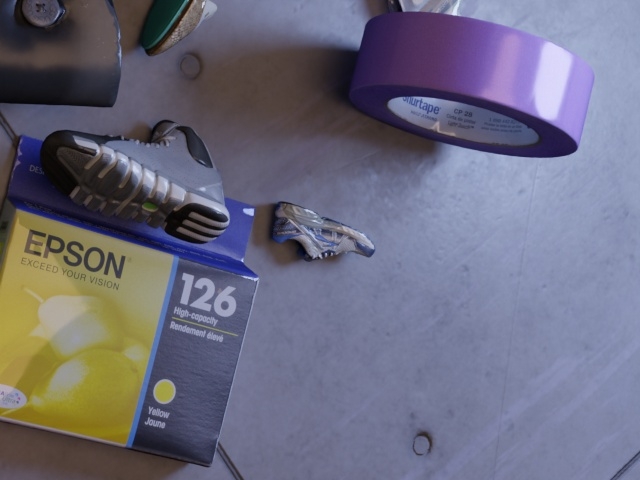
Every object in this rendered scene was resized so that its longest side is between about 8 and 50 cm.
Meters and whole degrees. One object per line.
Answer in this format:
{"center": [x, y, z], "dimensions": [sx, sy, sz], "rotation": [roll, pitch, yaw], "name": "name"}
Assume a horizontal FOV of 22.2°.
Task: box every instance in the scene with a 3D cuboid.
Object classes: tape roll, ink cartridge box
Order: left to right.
{"center": [-0.222, 0.070, 1.798], "dimensions": [0.303, 0.072, 0.307], "rotation": [16, 84, -27], "name": "ink cartridge box"}
{"center": [0.175, -0.177, 1.895], "dimensions": [0.274, 0.274, 0.090], "rotation": [17, 81, -28], "name": "tape roll"}

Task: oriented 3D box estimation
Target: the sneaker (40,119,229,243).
{"center": [-0.203, -0.090, 1.792], "dimensions": [0.228, 0.086, 0.132], "rotation": [27, 42, -29], "name": "sneaker"}

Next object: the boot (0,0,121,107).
{"center": [-0.416, -0.152, 1.638], "dimensions": [0.445, 0.146, 0.367], "rotation": [-4, 85, -31], "name": "boot"}

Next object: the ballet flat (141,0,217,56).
{"center": [-0.137, -0.293, 1.844], "dimensions": [0.067, 0.073, 0.206], "rotation": [29, 80, -40], "name": "ballet flat"}

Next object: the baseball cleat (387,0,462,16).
{"center": [0.144, -0.342, 1.994], "dimensions": [0.109, 0.072, 0.206], "rotation": [22, 76, -20], "name": "baseball cleat"}

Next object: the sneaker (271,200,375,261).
{"center": [0.000, 0.000, 1.934], "dimensions": [0.135, 0.052, 0.058], "rotation": [21, 90, -20], "name": "sneaker"}
